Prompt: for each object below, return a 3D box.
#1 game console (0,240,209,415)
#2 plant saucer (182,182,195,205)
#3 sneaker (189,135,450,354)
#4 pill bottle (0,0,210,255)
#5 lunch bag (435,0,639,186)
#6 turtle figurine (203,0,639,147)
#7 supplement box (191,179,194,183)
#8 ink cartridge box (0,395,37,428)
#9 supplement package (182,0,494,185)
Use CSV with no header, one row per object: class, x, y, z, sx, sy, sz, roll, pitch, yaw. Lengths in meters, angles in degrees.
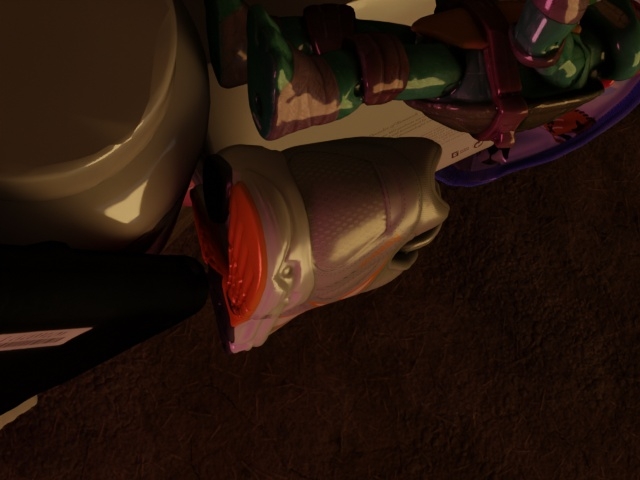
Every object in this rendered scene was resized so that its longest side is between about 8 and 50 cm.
game console,-0.244,0.077,0.567,0.342,0.060,0.386,-28,174,10
plant saucer,-0.053,-0.138,1.312,0.332,0.084,0.332,-31,-161,12
sneaker,0.000,0.000,0.755,0.121,0.099,0.262,-13,179,-10
pill bottle,-0.143,-0.059,0.707,0.169,0.169,0.301,-47,180,-14
lunch bag,0.221,-0.261,1.259,0.385,0.239,0.328,-56,-175,49
turtle figurine,0.073,-0.100,0.643,0.234,0.118,0.175,-11,-171,-16
supplement box,-0.001,-0.092,1.089,0.188,0.104,0.081,-48,-177,20
ink cartridge box,-0.284,0.092,0.855,0.190,0.082,0.139,-15,-178,3
supplement package,-0.009,-0.129,0.885,0.194,0.149,0.203,-25,149,-10
